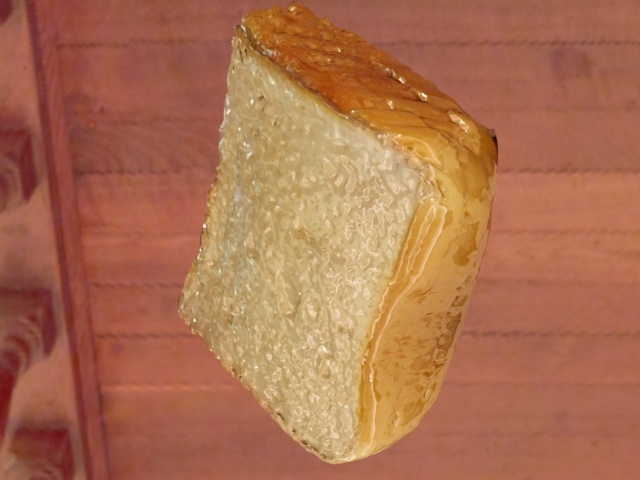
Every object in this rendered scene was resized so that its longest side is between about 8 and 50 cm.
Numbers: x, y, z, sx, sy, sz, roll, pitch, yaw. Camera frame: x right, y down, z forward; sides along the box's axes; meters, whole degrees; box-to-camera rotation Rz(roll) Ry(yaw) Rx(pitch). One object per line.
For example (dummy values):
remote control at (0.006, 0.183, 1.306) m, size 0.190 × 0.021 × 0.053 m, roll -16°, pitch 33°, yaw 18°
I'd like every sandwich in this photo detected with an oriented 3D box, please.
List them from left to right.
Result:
sandwich at (-0.001, 0.000, 0.823) m, size 0.087 × 0.226 × 0.251 m, roll -16°, pitch 132°, yaw -40°
